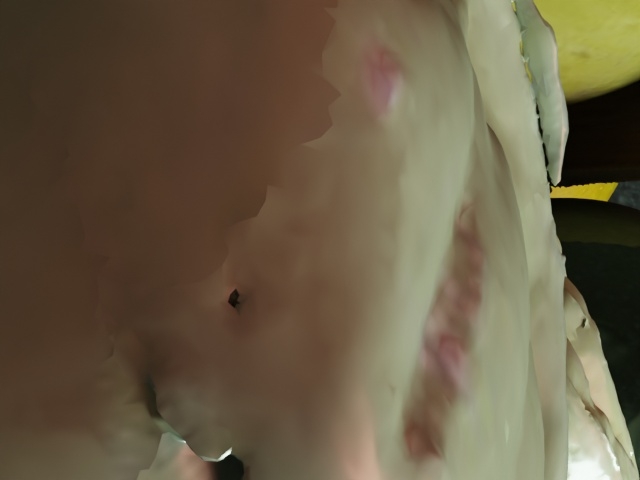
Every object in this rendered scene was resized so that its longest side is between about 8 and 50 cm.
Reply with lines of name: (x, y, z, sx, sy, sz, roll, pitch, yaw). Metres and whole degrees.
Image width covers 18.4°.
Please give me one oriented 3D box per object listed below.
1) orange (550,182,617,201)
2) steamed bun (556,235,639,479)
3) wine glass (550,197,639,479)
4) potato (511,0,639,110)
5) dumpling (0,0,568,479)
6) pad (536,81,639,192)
orange: (0.118, -0.070, 1.347, 0.237, 0.179, 0.158, 70, 36, -69)
steamed bun: (-0.035, 0.051, 0.676, 0.206, 0.275, 0.320, 83, -4, -49)
wine glass: (0.117, 0.098, 0.960, 0.238, 0.238, 0.323, -64, 176, -1)
potato: (0.118, -0.150, 0.798, 0.397, 0.290, 0.296, -101, -152, -51)
dumpling: (-0.019, 0.020, 0.463, 0.315, 0.233, 0.395, -37, 115, -38)
pad: (0.218, -0.139, 0.886, 0.284, 0.018, 0.286, -55, -161, -16)
